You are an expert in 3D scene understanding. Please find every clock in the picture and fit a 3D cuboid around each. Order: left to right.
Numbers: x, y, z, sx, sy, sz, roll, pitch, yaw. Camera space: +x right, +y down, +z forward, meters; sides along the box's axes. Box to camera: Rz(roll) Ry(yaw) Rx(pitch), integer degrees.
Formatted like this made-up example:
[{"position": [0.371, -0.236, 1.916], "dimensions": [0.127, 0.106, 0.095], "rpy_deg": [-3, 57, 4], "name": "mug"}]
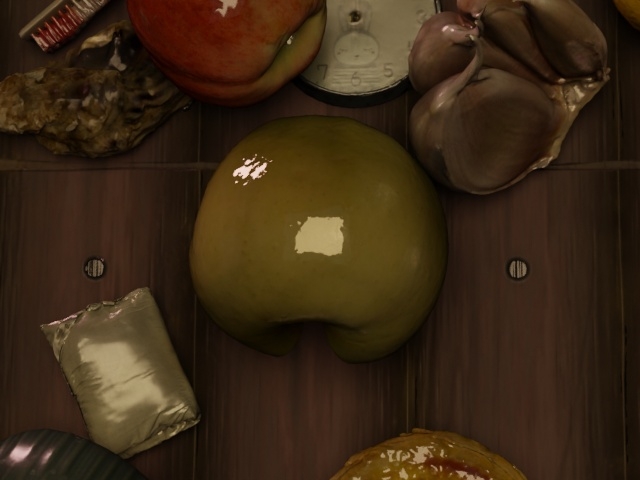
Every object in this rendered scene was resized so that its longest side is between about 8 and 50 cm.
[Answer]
[{"position": [0.041, -0.268, 1.995], "dimensions": [0.215, 0.042, 0.215], "rpy_deg": [0, 79, 2], "name": "clock"}]

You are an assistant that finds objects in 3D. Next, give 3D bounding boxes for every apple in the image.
[{"position": [0.000, 0.000, 1.841], "dimensions": [0.292, 0.292, 0.254], "rpy_deg": [5, 71, 3], "name": "apple"}]

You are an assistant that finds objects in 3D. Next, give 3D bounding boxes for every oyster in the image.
[{"position": [-0.250, -0.201, 1.973], "dimensions": [0.294, 0.094, 0.166], "rpy_deg": [-41, 72, -12], "name": "oyster"}]

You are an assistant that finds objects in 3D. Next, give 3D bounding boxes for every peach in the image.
[{"position": [-0.120, -0.284, 1.885], "dimensions": [0.257, 0.232, 0.232], "rpy_deg": [36, 82, 17], "name": "peach"}]

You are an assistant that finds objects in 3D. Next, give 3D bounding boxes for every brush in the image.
[{"position": [-0.227, -0.338, 1.983], "dimensions": [0.321, 0.060, 0.050], "rpy_deg": [-41, 93, 6], "name": "brush"}]

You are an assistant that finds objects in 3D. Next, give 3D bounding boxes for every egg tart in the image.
[{"position": [0.118, 0.359, 1.836], "dimensions": [0.295, 0.116, 0.294], "rpy_deg": [-1, 77, 4], "name": "egg tart"}]

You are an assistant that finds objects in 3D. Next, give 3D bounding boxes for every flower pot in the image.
[{"position": [-0.272, 0.308, 1.820], "dimensions": [0.243, 0.189, 0.157], "rpy_deg": [31, 61, -2], "name": "flower pot"}]

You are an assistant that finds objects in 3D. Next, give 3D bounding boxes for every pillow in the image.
[{"position": [-0.224, 0.157, 1.905], "dimensions": [0.134, 0.078, 0.181], "rpy_deg": [-23, 81, -2], "name": "pillow"}]

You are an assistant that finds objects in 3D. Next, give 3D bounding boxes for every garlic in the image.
[{"position": [0.205, -0.177, 1.878], "dimensions": [0.237, 0.292, 0.210], "rpy_deg": [-25, 64, 38], "name": "garlic"}]

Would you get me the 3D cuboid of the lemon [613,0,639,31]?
[{"position": [0.441, -0.314, 1.920], "dimensions": [0.244, 0.187, 0.186], "rpy_deg": [-2, 79, 1], "name": "lemon"}]
